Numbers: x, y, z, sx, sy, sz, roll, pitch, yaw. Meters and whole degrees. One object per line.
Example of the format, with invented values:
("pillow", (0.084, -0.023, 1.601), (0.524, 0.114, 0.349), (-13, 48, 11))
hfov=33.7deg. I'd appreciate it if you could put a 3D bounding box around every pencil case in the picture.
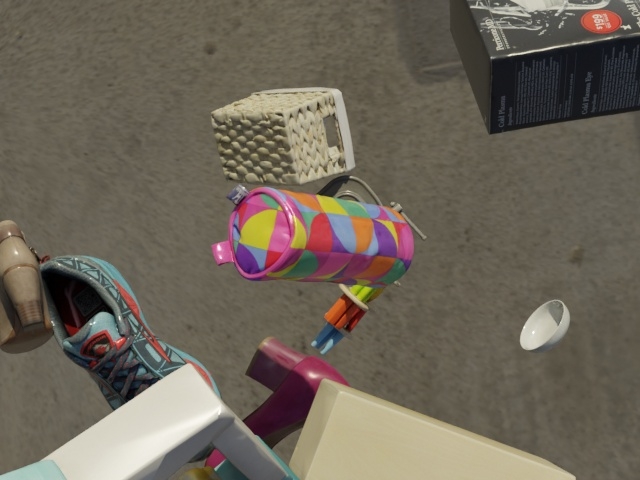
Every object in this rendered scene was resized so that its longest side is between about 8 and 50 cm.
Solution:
("pencil case", (0.000, 0.000, 1.127), (0.236, 0.104, 0.104), (8, 94, -50))

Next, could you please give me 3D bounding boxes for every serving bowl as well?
("serving bowl", (0.315, 0.123, 1.458), (0.027, 0.083, 0.083), (37, 83, -17))

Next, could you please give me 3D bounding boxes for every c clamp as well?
("c clamp", (0.036, -0.010, 1.388), (0.161, 0.022, 0.137), (-36, 97, 6))

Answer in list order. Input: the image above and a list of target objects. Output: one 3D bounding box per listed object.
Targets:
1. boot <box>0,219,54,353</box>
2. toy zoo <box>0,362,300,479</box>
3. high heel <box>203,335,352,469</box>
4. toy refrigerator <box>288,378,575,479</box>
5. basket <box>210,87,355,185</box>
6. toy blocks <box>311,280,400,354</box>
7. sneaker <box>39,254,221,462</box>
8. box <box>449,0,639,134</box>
("boot", (-0.241, 0.037, 0.840), (0.042, 0.118, 0.087), (-12, 75, -27))
("toy zoo", (-0.093, 0.161, 0.480), (0.192, 0.030, 0.293), (-39, 149, -6))
("high heel", (-0.082, 0.363, 1.813), (0.127, 0.181, 0.377), (-16, 130, -57))
("toy refrigerator", (0.113, 0.238, 1.093), (0.270, 0.094, 0.102), (21, 87, -11))
("basket", (-0.053, -0.134, 1.391), (0.103, 0.167, 0.113), (-26, 112, -38))
("toy blocks", (0.038, 0.095, 1.449), (0.054, 0.123, 0.148), (43, 94, 12))
("sneaker", (-0.203, 0.118, 1.039), (0.104, 0.125, 0.262), (-46, 72, 3))
("box", (0.422, -0.387, 1.940), (0.313, 0.343, 0.179), (-10, 136, -1))
